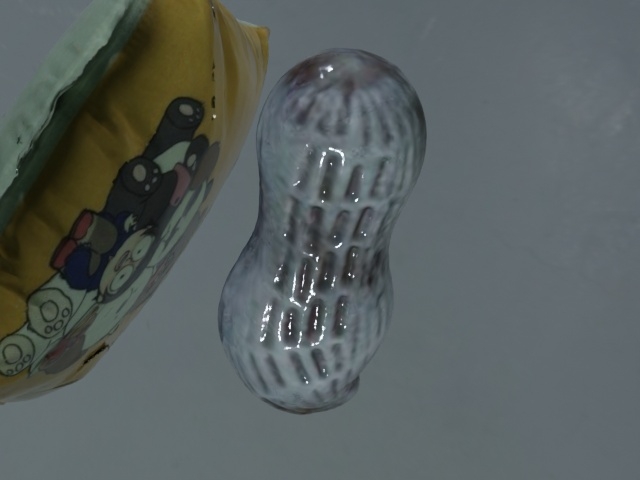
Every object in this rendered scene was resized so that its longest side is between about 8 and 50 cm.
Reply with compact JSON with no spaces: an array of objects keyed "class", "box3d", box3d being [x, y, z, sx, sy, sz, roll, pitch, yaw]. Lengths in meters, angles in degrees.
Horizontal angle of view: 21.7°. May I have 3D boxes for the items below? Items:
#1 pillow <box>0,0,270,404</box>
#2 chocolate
[{"class":"pillow","box3d":[-0.137,-0.021,0.971,0.119,0.312,0.310,33,91,4]},{"class":"chocolate","box3d":[0.000,0.000,0.682,0.072,0.072,0.167,8,120,-7]}]
